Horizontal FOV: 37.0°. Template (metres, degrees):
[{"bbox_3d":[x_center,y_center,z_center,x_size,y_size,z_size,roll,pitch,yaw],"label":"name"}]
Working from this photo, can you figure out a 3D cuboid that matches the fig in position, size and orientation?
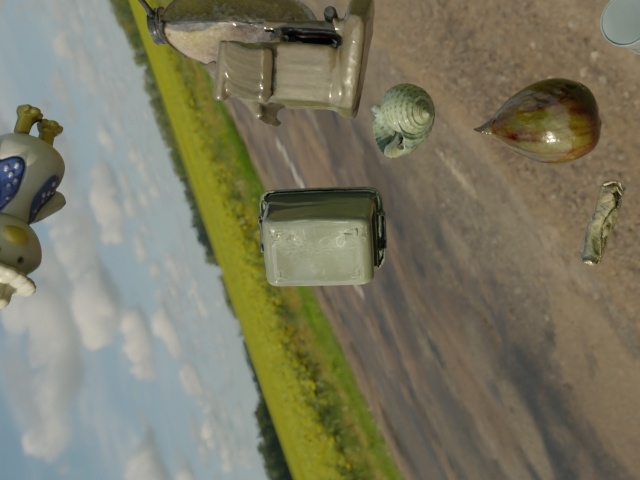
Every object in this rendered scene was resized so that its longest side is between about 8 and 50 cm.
[{"bbox_3d":[0.268,-0.146,1.192,0.109,0.155,0.103,-66,-35,-70],"label":"fig"}]

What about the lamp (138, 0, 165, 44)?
[{"bbox_3d":[-0.380,-0.449,1.596,0.371,0.109,0.130,39,-137,-62],"label":"lamp"}]

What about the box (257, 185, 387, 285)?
[{"bbox_3d":[0.000,0.000,1.257,0.093,0.172,0.123,-78,-16,-66],"label":"box"}]

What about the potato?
[{"bbox_3d":[-0.125,-0.347,1.554,0.120,0.261,0.100,94,178,-59],"label":"potato"}]

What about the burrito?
[{"bbox_3d":[0.444,-0.027,1.512,0.055,0.041,0.149,44,-114,-71],"label":"burrito"}]

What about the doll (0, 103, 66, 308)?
[{"bbox_3d":[-0.402,-0.037,1.240,0.138,0.119,0.293,36,-123,-43],"label":"doll"}]

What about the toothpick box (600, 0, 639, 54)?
[{"bbox_3d":[0.608,-0.409,1.824,0.153,0.101,0.101,-2,-113,-52],"label":"toothpick box"}]

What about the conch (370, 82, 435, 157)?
[{"bbox_3d":[0.156,-0.219,1.760,0.153,0.102,0.135,-176,88,-79],"label":"conch"}]

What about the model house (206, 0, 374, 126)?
[{"bbox_3d":[-0.031,-0.190,1.040,0.229,0.188,0.122,-47,-48,-85],"label":"model house"}]
